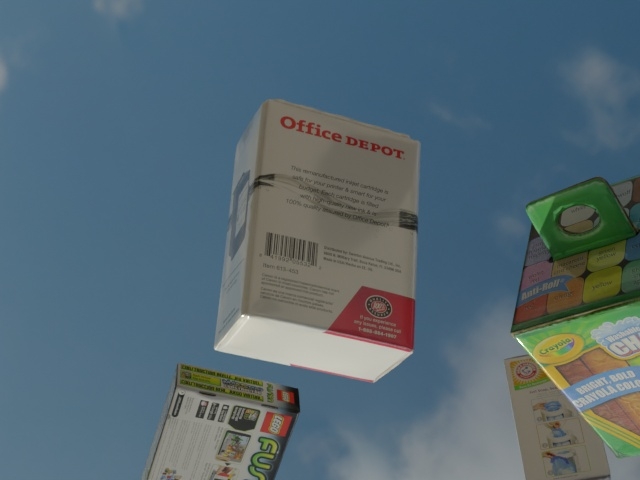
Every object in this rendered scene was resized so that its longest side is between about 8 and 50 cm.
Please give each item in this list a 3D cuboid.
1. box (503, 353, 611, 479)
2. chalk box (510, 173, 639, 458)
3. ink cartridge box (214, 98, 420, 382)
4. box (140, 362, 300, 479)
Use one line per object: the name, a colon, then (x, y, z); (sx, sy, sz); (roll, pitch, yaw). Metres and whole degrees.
box: (0.305, 0.253, 1.566); (0.103, 0.114, 0.203); (-11, -134, 8)
chalk box: (0.234, 0.042, 0.909); (0.132, 0.213, 0.132); (-21, -144, 37)
ink cartridge box: (0.000, 0.000, 1.198); (0.100, 0.172, 0.237); (131, -32, -56)
box: (-0.102, 0.214, 1.111); (0.036, 0.114, 0.207); (-97, -155, -60)
